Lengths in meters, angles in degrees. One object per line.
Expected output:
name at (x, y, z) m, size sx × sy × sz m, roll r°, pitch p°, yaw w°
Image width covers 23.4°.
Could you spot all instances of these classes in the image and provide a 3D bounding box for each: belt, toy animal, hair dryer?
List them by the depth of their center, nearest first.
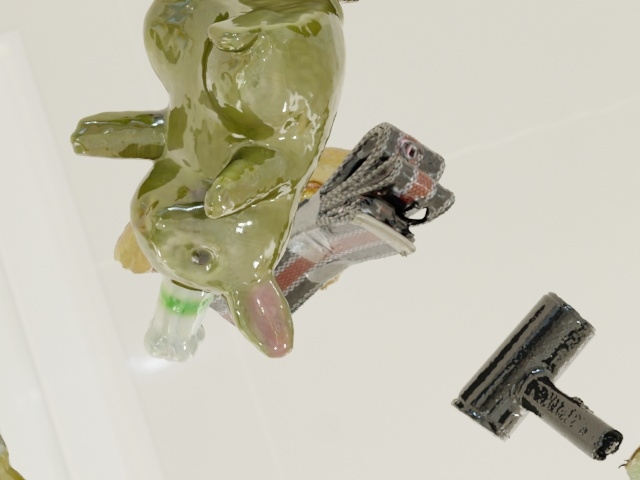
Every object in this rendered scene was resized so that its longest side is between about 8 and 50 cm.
toy animal at (-0.093, -0.043, 1.283) m, size 0.180 × 0.363 × 0.181 m, roll 4°, pitch -163°, yaw -45°
belt at (0.000, 0.000, 1.712) m, size 0.094 × 0.126 × 0.359 m, roll 31°, pitch 137°, yaw -25°
hair dryer at (0.294, 0.195, 1.907) m, size 0.197 × 0.251 × 0.089 m, roll -50°, pitch 125°, yaw 2°

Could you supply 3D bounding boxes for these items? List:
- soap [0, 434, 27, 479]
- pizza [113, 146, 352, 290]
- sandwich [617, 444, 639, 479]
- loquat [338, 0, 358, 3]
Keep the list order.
soap at (-0.319, 0.268, 1.071) m, size 0.315 × 0.199 × 0.091 m, roll -27°, pitch 168°, yaw -47°
pizza at (-0.074, -0.013, 2.068) m, size 0.409 × 0.114 × 0.278 m, roll -8°, pitch 137°, yaw 2°
sandwich at (0.412, 0.362, 1.782) m, size 0.099 × 0.254 × 0.288 m, roll -6°, pitch 153°, yaw -28°
loquat at (0.021, -0.338, 1.451) m, size 0.235 × 0.235 × 0.235 m, roll -19°, pitch 168°, yaw -4°
